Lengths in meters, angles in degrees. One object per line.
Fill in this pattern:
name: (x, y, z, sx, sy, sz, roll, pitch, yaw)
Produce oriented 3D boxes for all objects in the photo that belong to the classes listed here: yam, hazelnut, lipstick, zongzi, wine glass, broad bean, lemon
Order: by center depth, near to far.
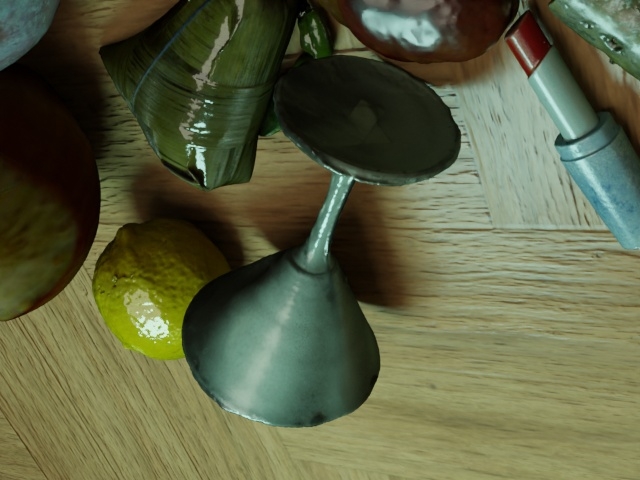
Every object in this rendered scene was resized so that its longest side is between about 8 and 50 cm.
yam: (0.306, -0.190, 0.894, 0.194, 0.107, 0.107, 37, 139, -2)
broad bean: (0.081, -0.258, 0.974, 0.228, 0.122, 0.156, 31, 141, 1)
lipstick: (0.266, -0.113, 1.024, 0.068, 0.061, 0.274, -18, 116, 45)
broad bean: (-0.025, -0.188, 1.163, 0.061, 0.046, 0.195, 37, 135, 17)
zongzi: (-0.165, -0.242, 1.172, 0.300, 0.138, 0.286, 46, 133, 30)
wine glass: (0.000, 0.000, 1.184, 0.267, 0.267, 0.406, 29, 132, 9)
hazelnut: (-0.451, -0.077, 1.318, 0.365, 0.366, 0.366, 18, 136, 19)
lemon: (-0.218, 0.070, 1.420, 0.192, 0.192, 0.231, -3, 131, 36)

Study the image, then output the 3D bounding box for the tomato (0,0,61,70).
tomato: (-0.441, -0.323, 1.120, 0.283, 0.316, 0.317, 52, 141, 15)
